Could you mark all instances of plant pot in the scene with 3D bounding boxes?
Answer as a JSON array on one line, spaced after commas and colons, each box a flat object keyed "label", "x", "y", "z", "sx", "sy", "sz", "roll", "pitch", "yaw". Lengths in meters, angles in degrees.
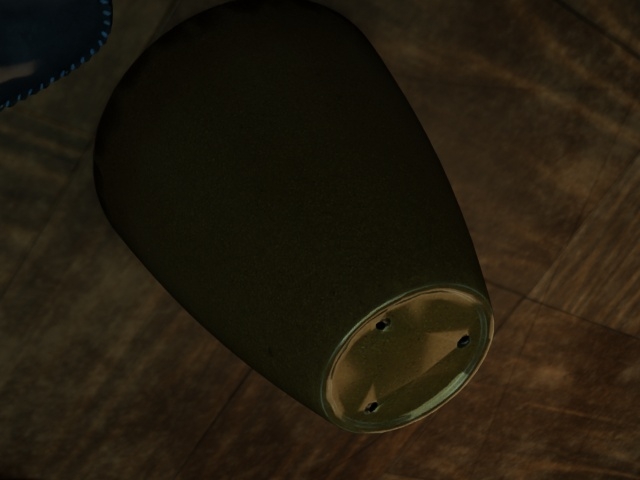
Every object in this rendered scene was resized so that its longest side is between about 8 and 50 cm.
[{"label": "plant pot", "x": 0.000, "y": 0.000, "z": 0.709, "sx": 0.237, "sy": 0.254, "sz": 0.237, "roll": -17, "pitch": 133, "yaw": -19}]

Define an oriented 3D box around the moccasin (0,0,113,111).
[{"label": "moccasin", "x": -0.269, "y": -0.067, "z": 0.586, "sx": 0.342, "sy": 0.117, "sz": 0.137, "roll": -26, "pitch": 135, "yaw": -10}]
